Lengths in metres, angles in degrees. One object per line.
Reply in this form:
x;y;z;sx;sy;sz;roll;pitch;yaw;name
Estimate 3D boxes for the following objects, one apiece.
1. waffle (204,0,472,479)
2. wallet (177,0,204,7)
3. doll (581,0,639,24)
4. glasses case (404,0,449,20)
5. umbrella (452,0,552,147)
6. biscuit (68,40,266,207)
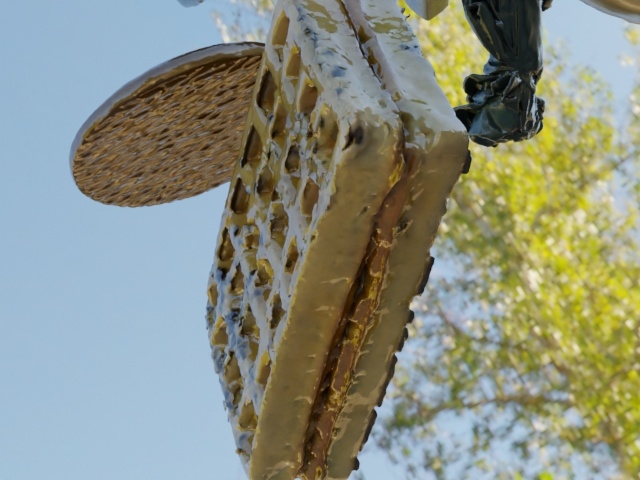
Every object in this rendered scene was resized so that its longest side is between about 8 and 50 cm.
0.001;0.000;1.055;0.114;0.261;0.376;3;-56;-20;waffle
-0.192;-0.372;1.393;0.052;0.169;0.245;-47;-70;-21;wallet
0.176;-0.192;0.502;0.382;0.378;0.252;34;-83;-9;doll
0.131;-0.365;1.636;0.047;0.071;0.205;-40;-17;-7;glasses case
0.251;-0.300;1.688;0.143;0.094;0.348;-8;-79;-46;umbrella
-0.122;-0.114;1.228;0.262;0.037;0.262;-22;-22;-9;biscuit
